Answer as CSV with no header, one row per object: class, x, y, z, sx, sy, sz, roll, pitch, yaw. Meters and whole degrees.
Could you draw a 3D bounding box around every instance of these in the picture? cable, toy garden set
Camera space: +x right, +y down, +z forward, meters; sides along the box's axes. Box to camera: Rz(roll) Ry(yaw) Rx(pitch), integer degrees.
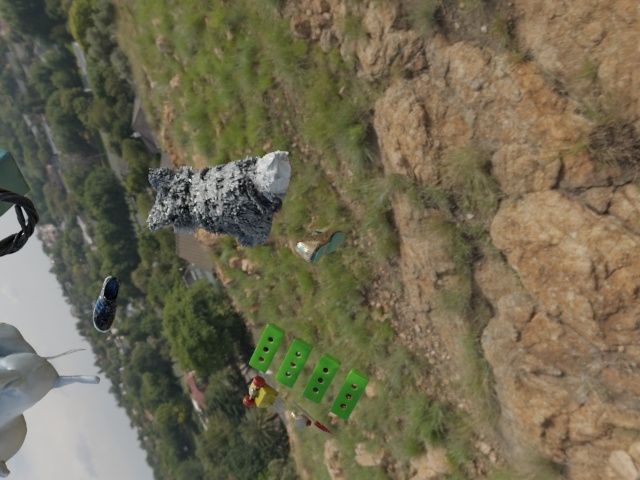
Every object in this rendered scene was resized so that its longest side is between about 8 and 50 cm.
cable,-0.793,-0.035,1.041,0.047,0.184,0.151,8,162,47
toy garden set,-0.043,0.320,0.942,0.245,0.049,0.203,28,105,9

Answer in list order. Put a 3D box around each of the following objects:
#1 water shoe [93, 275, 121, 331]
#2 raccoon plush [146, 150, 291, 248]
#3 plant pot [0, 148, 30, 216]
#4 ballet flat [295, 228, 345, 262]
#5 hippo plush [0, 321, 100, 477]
water shoe,-0.755,0.223,1.500,0.080,0.073,0.202,-9,73,65
raccoon plush,-0.252,-0.135,0.967,0.446,0.300,0.215,126,146,-64
plant pot,-0.971,-0.134,1.159,0.166,0.234,0.165,18,144,-1
ballet flat,0.000,0.000,1.036,0.067,0.206,0.073,30,108,14
hippo plush,-0.661,0.318,0.848,0.234,0.294,0.236,32,103,40
